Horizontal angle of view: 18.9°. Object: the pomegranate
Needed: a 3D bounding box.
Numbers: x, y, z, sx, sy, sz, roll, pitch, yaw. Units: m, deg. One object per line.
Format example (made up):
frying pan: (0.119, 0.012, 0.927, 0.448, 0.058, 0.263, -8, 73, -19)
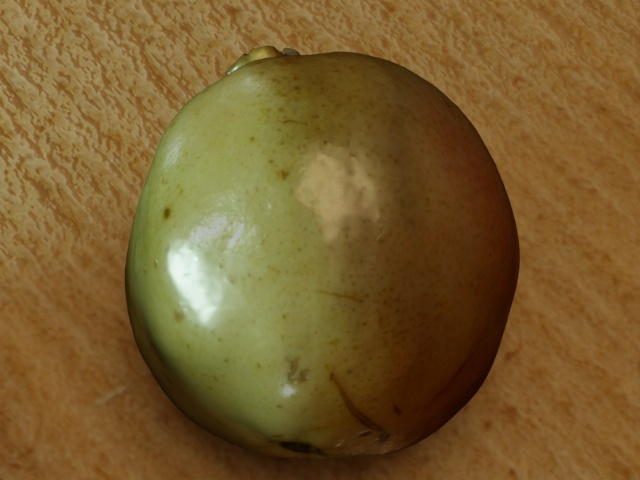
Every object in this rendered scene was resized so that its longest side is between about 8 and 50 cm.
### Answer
pomegranate: (0.000, 0.000, 1.397, 0.319, 0.319, 0.319, 3, 59, -6)
